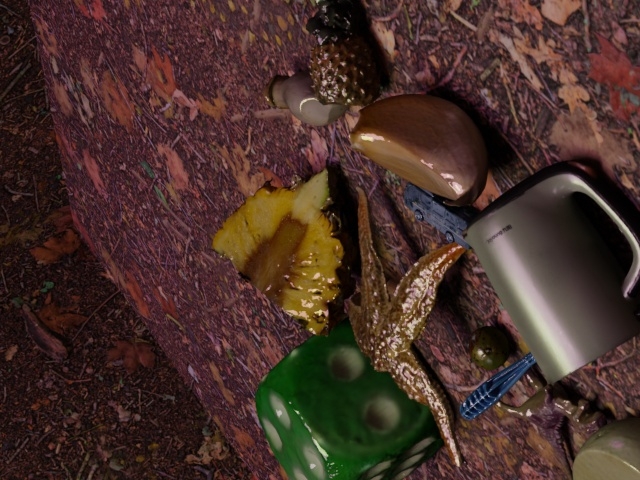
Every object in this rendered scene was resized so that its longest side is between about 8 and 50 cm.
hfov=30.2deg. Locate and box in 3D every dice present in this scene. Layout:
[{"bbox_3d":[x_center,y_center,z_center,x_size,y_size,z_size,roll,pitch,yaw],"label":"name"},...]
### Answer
[{"bbox_3d":[0.060,0.344,2.353,0.300,0.287,0.297,55,154,19],"label":"dice"}]

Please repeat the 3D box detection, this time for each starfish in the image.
[{"bbox_3d":[0.149,0.132,2.056,0.398,0.132,0.383,-136,50,-57],"label":"starfish"}]

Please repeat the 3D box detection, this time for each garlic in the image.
[{"bbox_3d":[0.160,-0.126,1.746,0.245,0.164,0.145,35,130,38],"label":"garlic"}]

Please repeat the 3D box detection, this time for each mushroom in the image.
[{"bbox_3d":[-0.024,-0.251,2.084,0.212,0.097,0.088,27,150,55],"label":"mushroom"}]

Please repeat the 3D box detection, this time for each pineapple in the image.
[{"bbox_3d":[0.002,-0.003,2.293,0.344,0.286,0.209,38,-167,31],"label":"pineapple"},{"bbox_3d":[0.028,-0.337,1.881,0.125,0.125,0.251,15,120,61],"label":"pineapple"}]

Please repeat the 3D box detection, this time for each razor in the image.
[{"bbox_3d":[0.307,0.206,1.865,0.082,0.042,0.253,53,125,17],"label":"razor"}]

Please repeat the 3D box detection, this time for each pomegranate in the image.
[{"bbox_3d":[0.277,0.173,1.971,0.084,0.073,0.073,-118,11,-60],"label":"pomegranate"}]

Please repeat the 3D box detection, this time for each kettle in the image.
[{"bbox_3d":[0.334,0.032,1.588,0.240,0.165,0.255,-38,75,38],"label":"kettle"}]

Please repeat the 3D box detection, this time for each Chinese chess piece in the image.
[{"bbox_3d":[0.479,0.376,1.714,0.250,0.101,0.250,47,154,32],"label":"Chinese chess piece"}]

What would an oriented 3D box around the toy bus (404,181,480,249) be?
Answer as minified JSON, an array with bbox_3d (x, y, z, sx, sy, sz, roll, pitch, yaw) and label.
[{"bbox_3d":[0.200,-0.047,1.902,0.166,0.047,0.065,39,144,41],"label":"toy bus"}]

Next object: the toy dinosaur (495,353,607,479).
[{"bbox_3d":[0.368,0.295,1.912,0.200,0.072,0.251,42,143,23],"label":"toy dinosaur"}]
